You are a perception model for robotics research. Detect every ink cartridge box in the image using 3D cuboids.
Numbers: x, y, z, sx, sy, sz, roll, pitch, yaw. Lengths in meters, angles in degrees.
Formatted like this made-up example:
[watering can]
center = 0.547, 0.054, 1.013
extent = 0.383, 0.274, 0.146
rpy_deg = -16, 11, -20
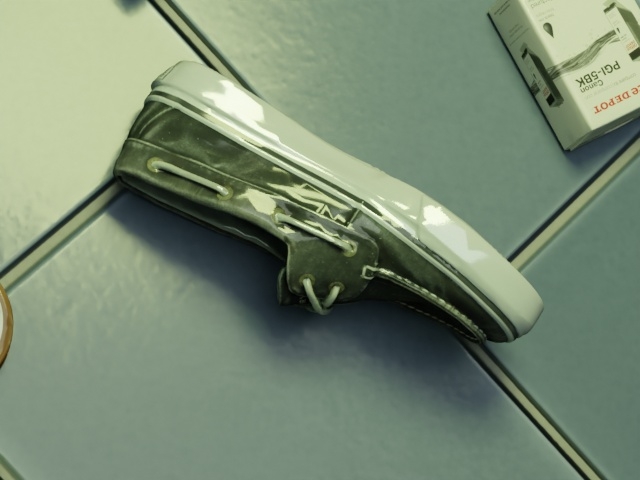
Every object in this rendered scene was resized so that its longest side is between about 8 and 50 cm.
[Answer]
[ink cartridge box]
center = 0.215, -0.155, 1.461
extent = 0.099, 0.056, 0.135
rpy_deg = -27, 84, -22

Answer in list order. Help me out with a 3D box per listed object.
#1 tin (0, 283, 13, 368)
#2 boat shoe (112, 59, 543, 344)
[tin]
center = -0.309, 0.047, 1.267
extent = 0.190, 0.040, 0.106
rpy_deg = 19, 75, -11
[boat shoe]
center = 0.000, 0.000, 1.339
extent = 0.335, 0.121, 0.119
rpy_deg = 31, 77, 5
